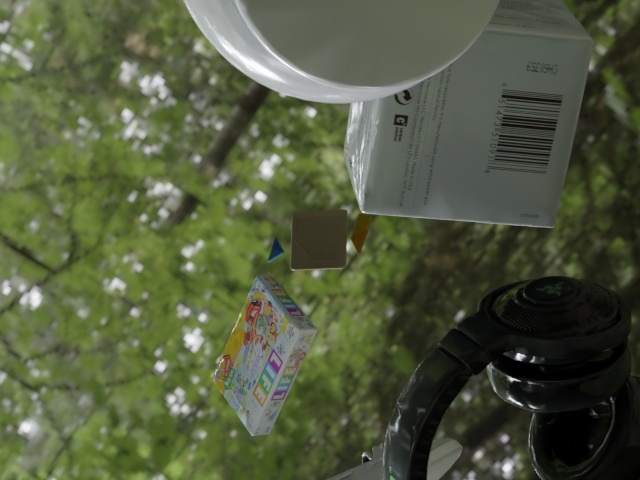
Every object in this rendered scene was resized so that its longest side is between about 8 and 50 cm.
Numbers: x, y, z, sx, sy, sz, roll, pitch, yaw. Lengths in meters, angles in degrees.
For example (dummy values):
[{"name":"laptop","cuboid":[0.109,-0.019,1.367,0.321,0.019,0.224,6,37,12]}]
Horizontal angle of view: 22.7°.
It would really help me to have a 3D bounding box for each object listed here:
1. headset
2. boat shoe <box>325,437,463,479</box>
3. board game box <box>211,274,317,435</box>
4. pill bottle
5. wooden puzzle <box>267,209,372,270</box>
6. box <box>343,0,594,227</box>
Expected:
[{"name":"headset","cuboid":[0.218,0.120,1.411,0.243,0.394,0.185,60,169,-31]},{"name":"boat shoe","cuboid":[0.065,0.242,1.647,0.184,0.066,0.063,-28,-118,-25]},{"name":"board game box","cuboid":[-0.065,0.131,1.819,0.026,0.154,0.103,1,-146,-39]},{"name":"pill bottle","cuboid":[0.003,-0.132,0.663,0.136,0.136,0.246,28,-170,-14]},{"name":"wooden puzzle","cuboid":[0.000,0.000,1.843,0.116,0.079,0.014,5,165,19]},{"name":"box","cuboid":[0.125,-0.120,1.398,0.181,0.181,0.119,4,-155,-9]}]
